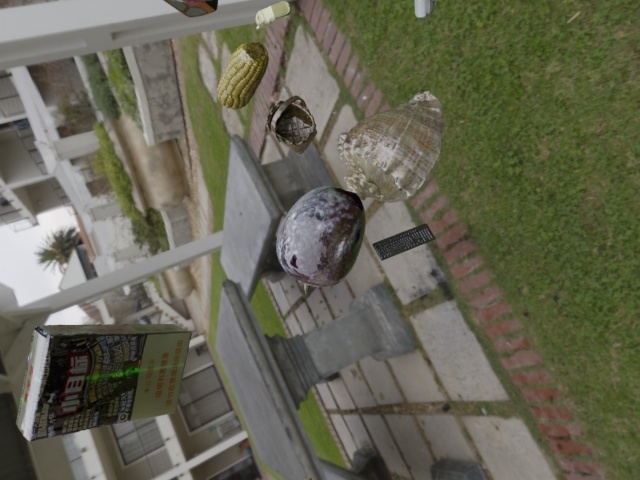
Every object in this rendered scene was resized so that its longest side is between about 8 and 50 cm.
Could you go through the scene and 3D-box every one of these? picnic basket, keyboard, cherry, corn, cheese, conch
[{"bbox_3d":[-0.082,-0.329,1.266,0.137,0.128,0.178,37,172,10],"label":"picnic basket"},{"bbox_3d":[0.208,0.003,1.136,0.010,0.155,0.053,89,158,-63],"label":"keyboard"},{"bbox_3d":[0.000,0.000,1.174,0.255,0.218,0.296,-87,22,-80],"label":"cherry"},{"bbox_3d":[-0.161,-0.340,0.941,0.231,0.080,0.080,-18,94,66],"label":"corn"},{"bbox_3d":[-0.192,-0.806,1.666,0.050,0.127,0.255,68,165,-19],"label":"cheese"},{"bbox_3d":[0.175,-0.249,1.234,0.297,0.210,0.352,49,124,51],"label":"conch"}]

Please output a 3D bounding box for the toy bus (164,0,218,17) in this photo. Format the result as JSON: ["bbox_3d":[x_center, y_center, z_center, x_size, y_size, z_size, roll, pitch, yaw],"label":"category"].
[{"bbox_3d":[-0.357,-0.567,0.874,0.092,0.409,0.093,-11,81,26],"label":"toy bus"}]

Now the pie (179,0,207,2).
[{"bbox_3d":[-0.185,-0.438,0.689,0.182,0.182,0.049,61,180,18],"label":"pie"}]

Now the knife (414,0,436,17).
[{"bbox_3d":[0.210,-0.591,0.904,0.040,0.073,0.266,18,139,31],"label":"knife"}]

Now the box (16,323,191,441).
[{"bbox_3d":[-0.438,0.279,0.959,0.084,0.310,0.198,12,91,40],"label":"box"}]

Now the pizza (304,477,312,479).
[{"bbox_3d":[-0.035,0.495,0.706,0.081,0.229,0.289,-8,145,34],"label":"pizza"}]
